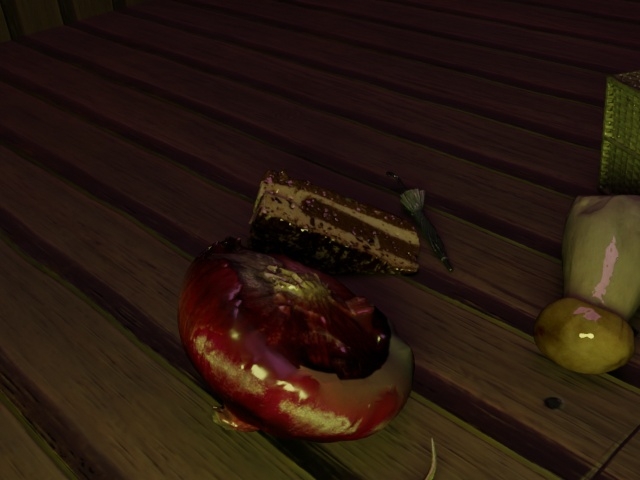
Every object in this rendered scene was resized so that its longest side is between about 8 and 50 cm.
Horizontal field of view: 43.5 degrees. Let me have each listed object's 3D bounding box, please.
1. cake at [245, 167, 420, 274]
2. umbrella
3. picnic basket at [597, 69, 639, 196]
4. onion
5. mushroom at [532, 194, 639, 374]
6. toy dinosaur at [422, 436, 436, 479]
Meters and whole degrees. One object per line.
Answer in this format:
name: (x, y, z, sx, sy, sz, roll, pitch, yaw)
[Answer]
cake: (0.008, 0.007, 1.159, 0.246, 0.135, 0.112, 21, 42, -13)
umbrella: (0.159, -0.034, 1.214, 0.044, 0.044, 0.269, 22, 26, -31)
picnic basket: (0.518, -0.146, 1.185, 0.154, 0.196, 0.134, -14, 30, -11)
onion: (-0.040, 0.129, 0.866, 0.272, 0.195, 0.272, 29, 18, -10)
mushroom: (0.355, 0.028, 0.999, 0.128, 0.128, 0.350, 11, 39, 24)
toy dinosaur: (0.080, 0.261, 0.737, 0.058, 0.037, 0.180, 21, 41, 28)
